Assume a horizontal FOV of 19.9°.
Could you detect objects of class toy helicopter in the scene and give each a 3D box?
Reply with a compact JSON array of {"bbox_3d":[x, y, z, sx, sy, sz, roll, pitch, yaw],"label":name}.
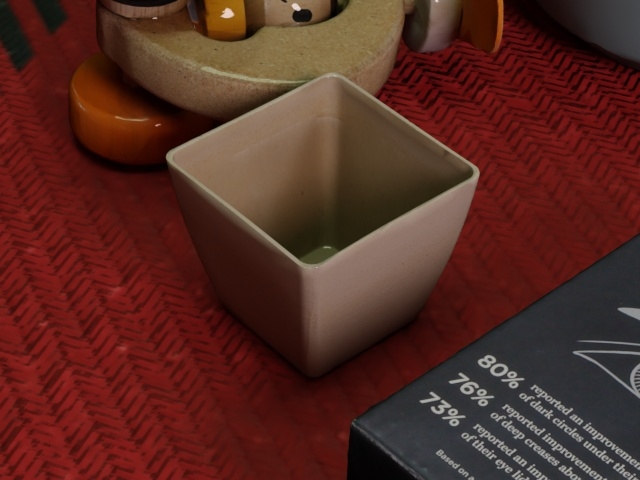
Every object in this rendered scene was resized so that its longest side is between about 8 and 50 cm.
[{"bbox_3d":[-0.001,-0.179,1.069,0.235,0.140,0.355,9,39,6],"label":"toy helicopter"}]

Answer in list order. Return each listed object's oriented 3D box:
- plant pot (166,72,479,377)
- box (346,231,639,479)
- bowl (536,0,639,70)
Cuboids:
[{"bbox_3d":[0.000,0.000,0.888,0.109,0.096,0.109,-29,49,-30],"label":"plant pot"},{"bbox_3d":[0.134,0.103,0.762,0.207,0.108,0.153,-29,48,-30],"label":"box"},{"bbox_3d":[0.232,-0.208,1.080,0.312,0.163,0.311,1,41,-1],"label":"bowl"}]
